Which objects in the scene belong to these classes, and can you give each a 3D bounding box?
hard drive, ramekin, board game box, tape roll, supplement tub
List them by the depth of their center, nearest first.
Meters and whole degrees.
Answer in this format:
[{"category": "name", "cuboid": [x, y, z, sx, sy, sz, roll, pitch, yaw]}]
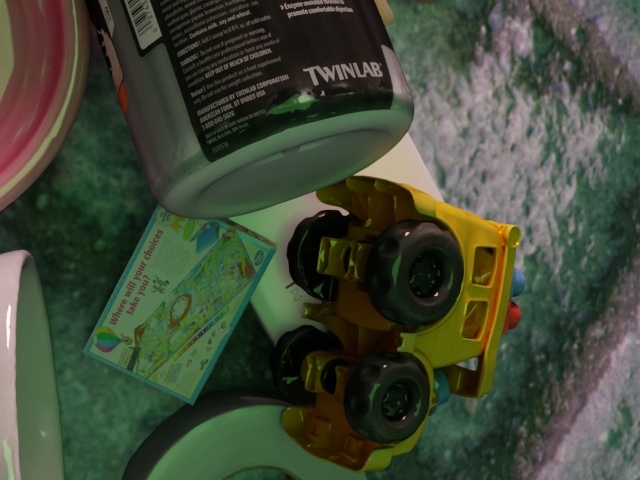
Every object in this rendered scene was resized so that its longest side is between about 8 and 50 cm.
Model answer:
[{"category": "ramekin", "cuboid": [-0.252, 0.149, 0.545, 0.135, 0.277, 0.277, -5, 94, -13]}, {"category": "supplement tub", "cuboid": [-0.072, -0.190, 0.588, 0.194, 0.193, 0.315, -16, 80, -20]}, {"category": "board game box", "cuboid": [-0.117, 0.048, 0.685, 0.103, 0.026, 0.154, 28, 99, -8]}, {"category": "tape roll", "cuboid": [-0.067, 0.246, 0.723, 0.219, 0.072, 0.219, -1, 92, -22]}, {"category": "hard drive", "cuboid": [-0.006, -0.044, 0.732, 0.203, 0.040, 0.307, -32, 101, -14]}]

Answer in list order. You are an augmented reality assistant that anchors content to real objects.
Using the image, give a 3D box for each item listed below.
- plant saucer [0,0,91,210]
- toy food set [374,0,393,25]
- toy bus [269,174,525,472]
[{"category": "plant saucer", "cuboid": [-0.340, -0.153, 0.592, 0.332, 0.084, 0.331, -1, 92, -22]}, {"category": "toy food set", "cuboid": [0.094, -0.297, 0.788, 0.192, 0.039, 0.132, -37, 112, -22]}, {"category": "toy bus", "cuboid": [0.084, 0.071, 0.683, 0.212, 0.149, 0.220, 11, 90, -34]}]
